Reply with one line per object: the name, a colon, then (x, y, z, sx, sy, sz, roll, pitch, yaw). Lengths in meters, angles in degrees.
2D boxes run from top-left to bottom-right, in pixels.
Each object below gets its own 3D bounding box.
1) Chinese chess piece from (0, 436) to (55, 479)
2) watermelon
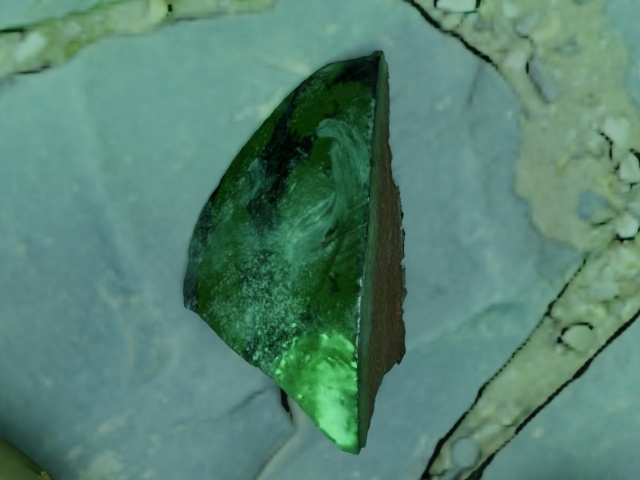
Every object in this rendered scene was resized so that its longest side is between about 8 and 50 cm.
Chinese chess piece: (-0.197, 0.185, 0.594, 0.251, 0.097, 0.251, 0, 87, -10)
watermelon: (-0.004, -0.004, 0.637, 0.101, 0.080, 0.155, 13, 106, 24)
